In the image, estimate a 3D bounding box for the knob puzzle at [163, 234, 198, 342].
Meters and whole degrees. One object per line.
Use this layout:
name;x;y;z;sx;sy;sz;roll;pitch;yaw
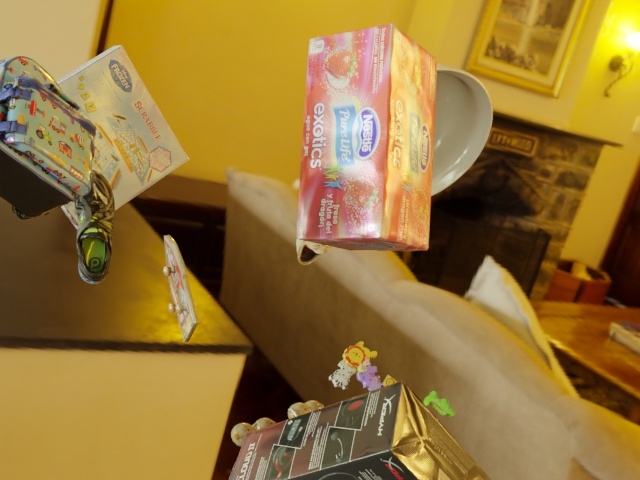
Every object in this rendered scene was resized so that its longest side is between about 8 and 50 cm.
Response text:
knob puzzle;-0.274;0.083;1.401;0.030;0.213;0.213;-12;23;-19

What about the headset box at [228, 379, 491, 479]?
headset box;0.038;0.324;0.962;0.218;0.293;0.110;49;34;-22

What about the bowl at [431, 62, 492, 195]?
bowl;0.158;-0.221;1.400;0.298;0.298;0.134;7;36;-32

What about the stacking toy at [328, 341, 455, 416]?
stacking toy;0.124;0.280;1.384;0.221;0.052;0.167;34;-24;3

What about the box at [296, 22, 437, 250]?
box;0.072;-0.139;1.092;0.142;0.300;0.154;0;-8;34

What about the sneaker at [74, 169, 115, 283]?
sneaker;-0.365;-0.023;1.221;0.067;0.188;0.078;-1;-1;-23

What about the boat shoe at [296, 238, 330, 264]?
boat shoe;0.000;0.000;1.434;0.063;0.059;0.170;11;-27;-18

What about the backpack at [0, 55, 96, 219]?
backpack;-0.340;-0.135;0.870;0.117;0.173;0.158;-17;-35;18

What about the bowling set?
bowling set;-0.016;0.337;1.329;0.154;0.200;0.287;50;-1;16

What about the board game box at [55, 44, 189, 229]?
board game box;-0.520;-0.237;1.753;0.318;0.318;0.066;-38;29;-20
